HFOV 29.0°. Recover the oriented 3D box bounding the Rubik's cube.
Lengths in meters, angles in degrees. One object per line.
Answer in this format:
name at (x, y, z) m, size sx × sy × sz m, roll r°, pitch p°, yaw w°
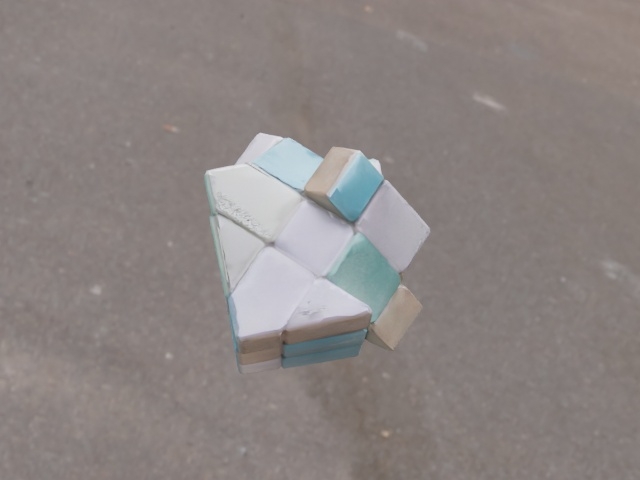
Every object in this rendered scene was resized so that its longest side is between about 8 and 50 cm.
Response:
Rubik's cube at (0.000, 0.002, 0.425) m, size 0.073 × 0.084 × 0.075 m, roll -8°, pitch 0°, yaw -4°
